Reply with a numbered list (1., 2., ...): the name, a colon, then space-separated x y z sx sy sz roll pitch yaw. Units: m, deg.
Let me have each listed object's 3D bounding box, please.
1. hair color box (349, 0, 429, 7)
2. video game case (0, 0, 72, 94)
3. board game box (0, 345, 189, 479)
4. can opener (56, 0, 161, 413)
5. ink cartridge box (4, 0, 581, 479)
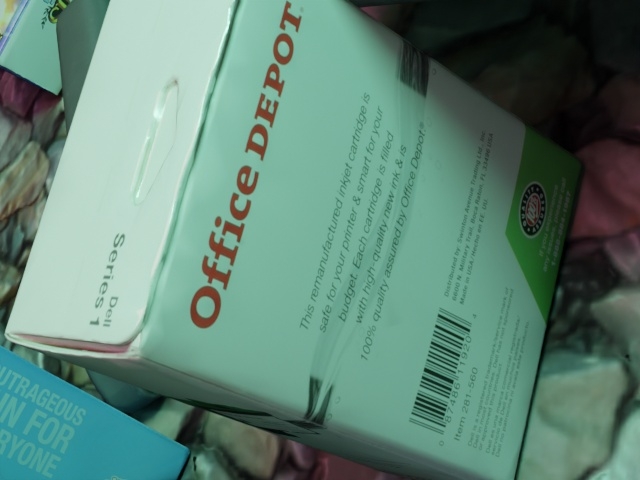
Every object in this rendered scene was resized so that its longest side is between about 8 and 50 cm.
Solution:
1. hair color box: 0.072 -0.162 0.531 0.374 0.185 0.113 3 96 37
2. video game case: -0.225 -0.260 1.032 0.269 0.061 0.244 29 90 49
3. board game box: -0.258 0.065 0.762 0.316 0.242 0.064 13 71 47
4. can opener: -0.128 -0.035 0.809 0.093 0.074 0.280 -34 49 30
5. ink cartridge box: 0.000 0.000 0.551 0.092 0.219 0.160 1 70 46
